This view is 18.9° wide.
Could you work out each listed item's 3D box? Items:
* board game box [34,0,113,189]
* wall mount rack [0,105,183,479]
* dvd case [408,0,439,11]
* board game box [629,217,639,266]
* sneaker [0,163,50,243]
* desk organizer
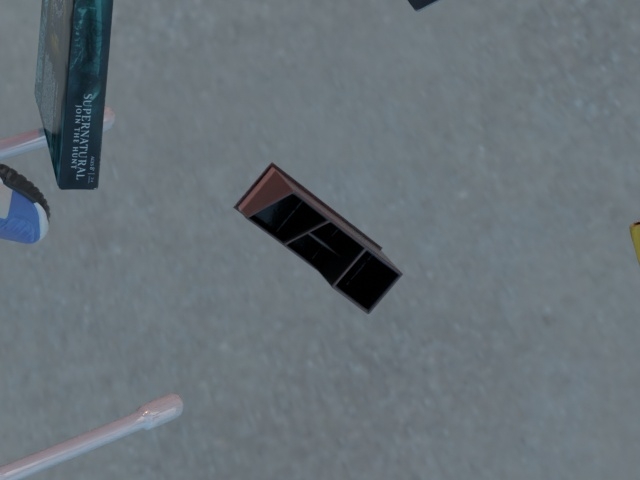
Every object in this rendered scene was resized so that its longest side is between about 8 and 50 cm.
[{"bbox_3d":[-0.147,-0.141,1.158,0.026,0.126,0.186,0,122,-16],"label":"board game box"},{"bbox_3d":[-0.255,0.055,1.221,0.304,0.130,0.350,-13,98,-6],"label":"wall mount rack"},{"bbox_3d":[0.188,-0.261,1.435,0.238,0.179,0.029,-41,102,-34],"label":"dvd case"},{"bbox_3d":[0.400,-0.039,1.262,0.242,0.316,0.064,-32,109,-46],"label":"board game box"},{"bbox_3d":[-0.294,-0.029,1.481,0.080,0.081,0.211,-9,158,36],"label":"sneaker"},{"bbox_3d":[0.000,0.000,1.480,0.130,0.050,0.047,37,96,-33],"label":"desk organizer"}]
